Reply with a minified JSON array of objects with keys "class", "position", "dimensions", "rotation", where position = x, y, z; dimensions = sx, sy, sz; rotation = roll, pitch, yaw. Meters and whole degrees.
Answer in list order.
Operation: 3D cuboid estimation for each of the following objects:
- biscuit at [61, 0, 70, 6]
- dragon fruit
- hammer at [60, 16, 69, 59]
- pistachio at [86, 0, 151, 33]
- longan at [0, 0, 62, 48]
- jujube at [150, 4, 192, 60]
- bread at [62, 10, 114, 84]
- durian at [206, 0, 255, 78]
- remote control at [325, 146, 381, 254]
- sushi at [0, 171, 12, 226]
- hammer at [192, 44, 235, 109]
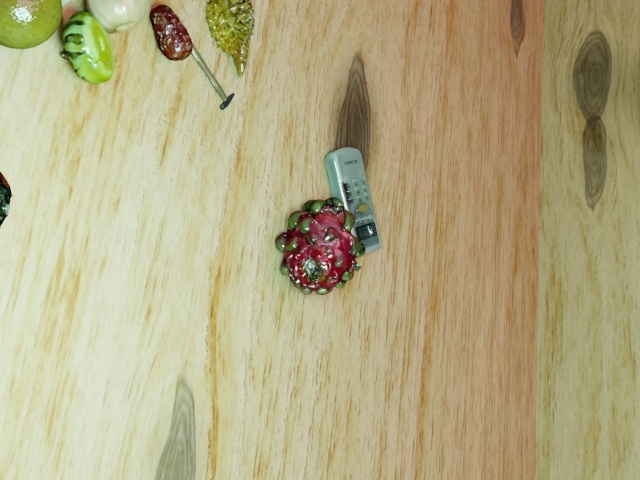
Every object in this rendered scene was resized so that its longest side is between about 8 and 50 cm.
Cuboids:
[{"class":"biscuit","position":[-0.515,-0.600,1.749],"dimensions":[0.179,0.084,0.281],"rotation":[44,48,-31]},{"class":"dragon fruit","position":[0.000,0.001,2.173],"dimensions":[0.198,0.219,0.272],"rotation":[82,4,-73]},{"class":"hammer","position":[-0.512,-0.418,1.765],"dimensions":[0.029,0.014,0.122],"rotation":[3,76,-62]},{"class":"pistachio","position":[-0.413,-0.520,1.828],"dimensions":[0.145,0.117,0.200],"rotation":[31,57,-38]},{"class":"longan","position":[-0.544,-0.428,1.601],"dimensions":[0.145,0.176,0.154],"rotation":[35,35,4]},{"class":"jujube","position":[-0.331,-0.457,1.956],"dimensions":[0.077,0.077,0.129],"rotation":[-31,94,-50]},{"class":"bread","position":[-0.460,-0.379,1.755],"dimensions":[0.139,0.071,0.130],"rotation":[63,23,-51]},{"class":"durian","position":[-0.196,-0.501,2.125],"dimensions":[0.140,0.078,0.224],"rotation":[-15,92,-52]},{"class":"remote control","position":[0.091,-0.107,2.412],"dimensions":[0.140,0.056,0.296],"rotation":[-17,95,-54]},{"class":"sushi","position":[-0.621,-0.085,1.449],"dimensions":[0.225,0.136,0.126],"rotation":[43,42,-31]},{"class":"hammer","position":[-0.265,-0.400,2.069],"dimensions":[0.199,0.013,0.062],"rotation":[57,43,-26]}]
